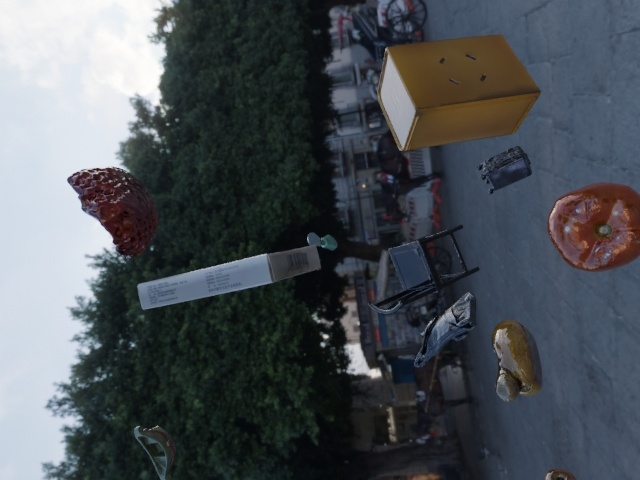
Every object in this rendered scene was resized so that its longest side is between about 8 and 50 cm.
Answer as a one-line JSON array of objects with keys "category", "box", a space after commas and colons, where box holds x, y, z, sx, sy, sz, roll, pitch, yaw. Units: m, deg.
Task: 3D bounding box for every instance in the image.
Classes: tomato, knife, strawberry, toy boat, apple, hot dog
[{"category": "tomato", "box": [0.763, -0.043, 1.308, 0.180, 0.259, 0.260, -33, -64, -66]}, {"category": "knife", "box": [-0.001, -0.001, 1.507, 0.063, 0.034, 0.260, 55, -167, 13]}, {"category": "strawberry", "box": [-0.515, -0.085, 1.247, 0.265, 0.149, 0.336, 62, 166, -25]}, {"category": "toy boat", "box": [-0.469, 0.600, 1.376, 0.185, 0.089, 0.071, 64, -151, -9]}, {"category": "apple", "box": [0.605, 0.616, 1.193, 0.084, 0.083, 0.071, -82, -23, -65]}, {"category": "hot dog", "box": [0.280, 0.174, 0.681, 0.090, 0.060, 0.140, 52, -151, -25]}]

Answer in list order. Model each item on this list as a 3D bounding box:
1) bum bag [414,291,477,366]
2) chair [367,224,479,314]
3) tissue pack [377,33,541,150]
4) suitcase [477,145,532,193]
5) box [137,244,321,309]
[{"category": "bum bag", "box": [0.323, 0.234, 1.245, 0.248, 0.060, 0.123, -50, 10, 38]}, {"category": "chair", "box": [0.241, 0.073, 1.198, 0.154, 0.260, 0.141, -24, 86, 65]}, {"category": "tissue pack", "box": [0.285, -0.319, 1.034, 0.145, 0.274, 0.195, 100, 157, -61]}, {"category": "suitcase", "box": [0.495, -0.189, 1.274, 0.086, 0.126, 0.059, 43, -148, -38]}, {"category": "box", "box": [-0.202, 0.081, 1.068, 0.214, 0.353, 0.069, -10, -95, -64]}]
